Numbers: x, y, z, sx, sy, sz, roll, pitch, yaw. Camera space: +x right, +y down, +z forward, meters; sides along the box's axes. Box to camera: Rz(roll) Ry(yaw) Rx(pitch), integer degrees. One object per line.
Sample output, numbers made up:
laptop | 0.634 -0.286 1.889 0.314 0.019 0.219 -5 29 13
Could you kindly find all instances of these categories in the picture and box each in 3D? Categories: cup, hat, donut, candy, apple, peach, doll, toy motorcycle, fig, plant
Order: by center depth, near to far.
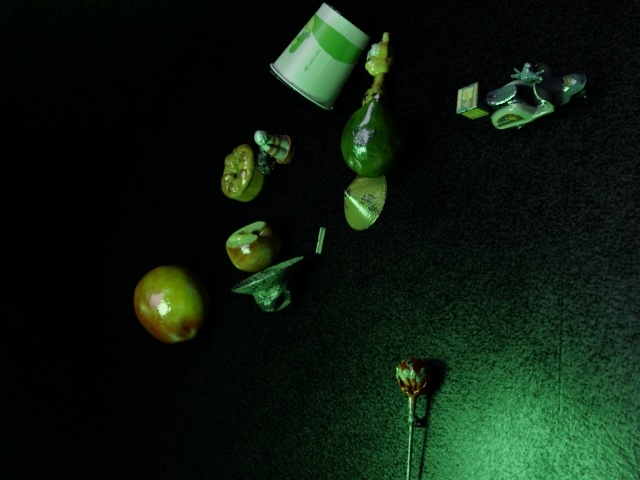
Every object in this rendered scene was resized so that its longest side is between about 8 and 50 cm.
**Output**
toy motorcycle | 0.440 -0.313 1.394 0.263 0.157 0.090 -12 68 55
candy | 0.212 0.415 1.496 0.084 0.078 0.287 119 156 -77
fig | 0.142 -0.295 1.756 0.244 0.196 0.195 77 173 -46
hat | 0.103 -0.131 1.876 0.193 0.082 0.193 -26 56 47
doll | 0.172 -0.483 1.923 0.117 0.086 0.290 116 163 -75
hat | -0.148 0.155 2.064 0.266 0.266 0.128 -16 97 52
cup | 0.012 -0.594 2.085 0.274 0.253 0.253 -51 39 18
apple | -0.219 0.024 2.204 0.173 0.160 0.195 -34 22 27
hat | -0.171 -0.344 2.297 0.094 0.162 0.112 -36 52 39
plant | -0.196 -0.315 2.396 0.087 0.085 0.174 -11 50 10
donut | -0.296 -0.257 2.483 0.227 0.114 0.226 -27 55 47
peach | -0.571 0.254 2.526 0.332 0.308 0.307 49 118 36

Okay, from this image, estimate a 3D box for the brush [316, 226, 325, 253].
brush | 0.000 0.000 2.029 0.013 0.016 0.083 165 117 -67
